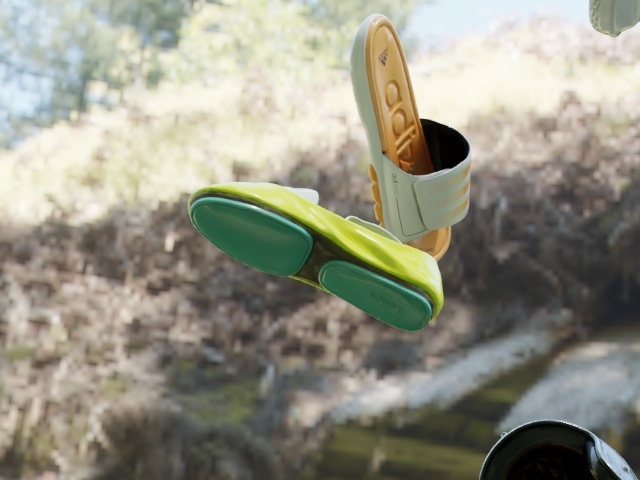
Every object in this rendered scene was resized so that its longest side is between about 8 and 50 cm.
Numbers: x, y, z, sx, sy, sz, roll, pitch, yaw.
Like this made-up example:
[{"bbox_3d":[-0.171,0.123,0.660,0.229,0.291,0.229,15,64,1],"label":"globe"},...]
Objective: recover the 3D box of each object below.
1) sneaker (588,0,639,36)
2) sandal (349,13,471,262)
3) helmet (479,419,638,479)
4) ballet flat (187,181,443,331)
[{"bbox_3d":[0.455,-0.350,1.926,0.210,0.366,0.137,35,5,19],"label":"sneaker"},{"bbox_3d":[0.092,-0.081,1.620,0.076,0.102,0.265,6,-51,31],"label":"sandal"},{"bbox_3d":[0.234,0.260,1.719,0.169,0.169,0.161,19,12,-26],"label":"helmet"},{"bbox_3d":[0.000,0.000,1.482,0.231,0.077,0.077,26,-44,-8],"label":"ballet flat"}]
